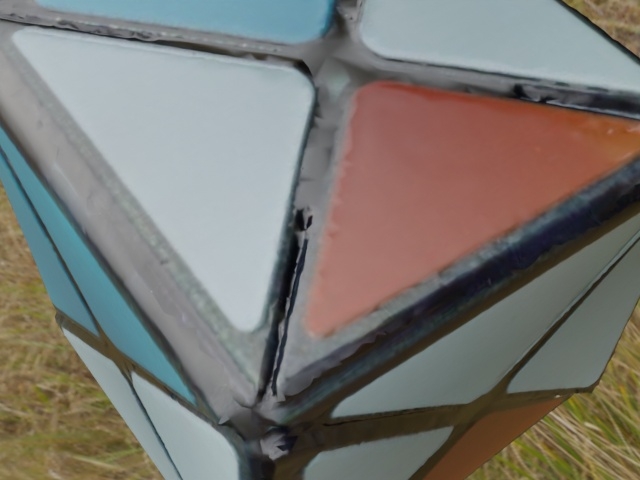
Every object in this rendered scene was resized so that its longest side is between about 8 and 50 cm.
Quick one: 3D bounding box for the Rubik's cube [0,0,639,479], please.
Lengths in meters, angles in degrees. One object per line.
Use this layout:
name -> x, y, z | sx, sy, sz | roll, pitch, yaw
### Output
Rubik's cube -> 0.000, 0.000, 0.500 | 0.250, 0.248, 0.246 | -30, 60, -23
